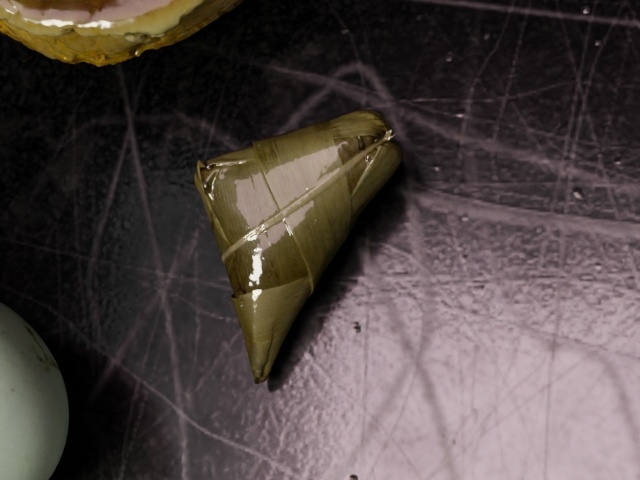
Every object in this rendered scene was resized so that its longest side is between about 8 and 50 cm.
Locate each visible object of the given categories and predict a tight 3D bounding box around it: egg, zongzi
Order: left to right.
[{"bbox_3d":[-0.307,0.115,1.057,0.264,0.183,0.182,20,80,31],"label":"egg"},{"bbox_3d":[0.000,0.000,1.055,0.160,0.078,0.176,-19,78,12],"label":"zongzi"}]

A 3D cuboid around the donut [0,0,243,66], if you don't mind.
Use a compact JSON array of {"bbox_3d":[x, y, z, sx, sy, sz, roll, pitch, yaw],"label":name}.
[{"bbox_3d":[-0.155,-0.293,1.164,0.330,0.160,0.330,-2,75,6],"label":"donut"}]
